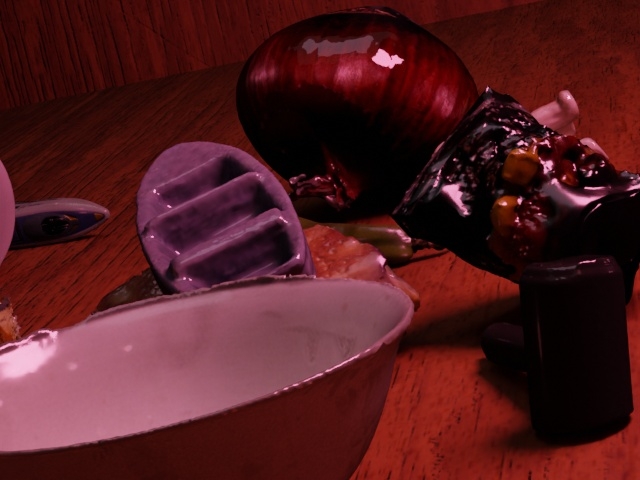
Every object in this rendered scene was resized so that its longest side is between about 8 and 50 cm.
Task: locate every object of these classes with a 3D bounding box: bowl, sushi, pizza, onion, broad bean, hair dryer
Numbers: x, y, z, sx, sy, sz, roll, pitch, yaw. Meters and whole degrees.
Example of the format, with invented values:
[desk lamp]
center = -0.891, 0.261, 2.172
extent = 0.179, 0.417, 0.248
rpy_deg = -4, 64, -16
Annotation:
[bowl]
center = -0.082, 0.134, 1.229
extent = 0.313, 0.146, 0.313
rpy_deg = -12, 14, 3
[sushi]
center = 0.192, -0.017, 1.599
extent = 0.153, 0.172, 0.150
rpy_deg = -52, 27, -16
[pizza]
center = -0.057, 0.065, 1.660
extent = 0.305, 0.085, 0.161
rpy_deg = -9, 34, 24
[onion]
center = 0.035, -0.117, 2.147
extent = 0.273, 0.273, 0.285
rpy_deg = -5, 56, 32
[broad bean]
center = -0.006, 0.000, 1.989
extent = 0.318, 0.056, 0.098
rpy_deg = 4, 3, 32
[hair dryer]
center = 0.159, 0.065, 1.425
extent = 0.070, 0.114, 0.248
rpy_deg = -6, 3, -9

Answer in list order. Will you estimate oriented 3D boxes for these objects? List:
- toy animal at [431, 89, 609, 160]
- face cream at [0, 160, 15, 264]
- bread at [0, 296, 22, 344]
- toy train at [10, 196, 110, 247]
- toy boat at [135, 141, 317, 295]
[toy animal]
center = 0.190, -0.060, 2.022
extent = 0.185, 0.104, 0.184
rpy_deg = -30, -16, -1
[face cream]
center = -0.482, -0.032, 2.252
extent = 0.187, 0.201, 0.201
rpy_deg = 0, 17, 44
[bread]
center = -0.341, 0.097, 1.843
extent = 0.140, 0.069, 0.128
rpy_deg = -8, 12, 38
[toy train]
center = -0.369, -0.019, 2.427
extent = 0.252, 0.055, 0.048
rpy_deg = -6, 14, 31
[toy boat]
center = -0.083, -0.004, 1.626
extent = 0.127, 0.078, 0.283
rpy_deg = -29, 30, -3
